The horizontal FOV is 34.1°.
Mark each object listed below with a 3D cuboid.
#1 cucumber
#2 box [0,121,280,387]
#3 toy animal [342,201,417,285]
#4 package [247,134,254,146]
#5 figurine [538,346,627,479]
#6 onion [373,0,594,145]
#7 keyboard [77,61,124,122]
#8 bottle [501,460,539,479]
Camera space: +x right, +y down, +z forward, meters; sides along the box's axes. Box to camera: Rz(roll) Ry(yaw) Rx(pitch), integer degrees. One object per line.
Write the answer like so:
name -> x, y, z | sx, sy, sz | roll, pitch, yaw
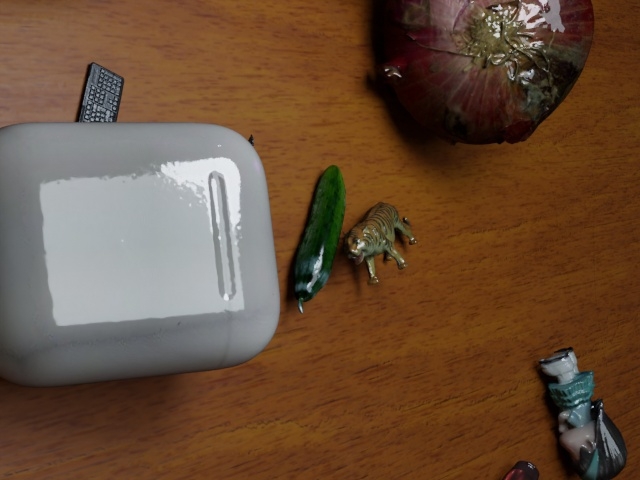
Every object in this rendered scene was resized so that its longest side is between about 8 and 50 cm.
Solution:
cucumber -> 0.000, 0.000, 1.501 | 0.056, 0.056, 0.250 | 38, 54, -33
box -> -0.216, 0.010, 1.166 | 0.348, 0.141, 0.289 | -3, 81, -28
toy animal -> 0.095, -0.006, 1.578 | 0.099, 0.056, 0.241 | 66, 27, -13
package -> -0.088, -0.037, 1.350 | 0.027, 0.173, 0.171 | -10, 86, -11
figurine -> 0.474, 0.315, 1.879 | 0.138, 0.110, 0.246 | -15, 84, -65
onion -> 0.254, -0.322, 1.665 | 0.353, 0.353, 0.354 | 14, 70, -43
keyboard -> -0.275, -0.142, 1.280 | 0.053, 0.010, 0.155 | 24, 64, -39
bottle -> 0.309, 0.427, 1.712 | 0.164, 0.060, 0.060 | -43, 111, -43
